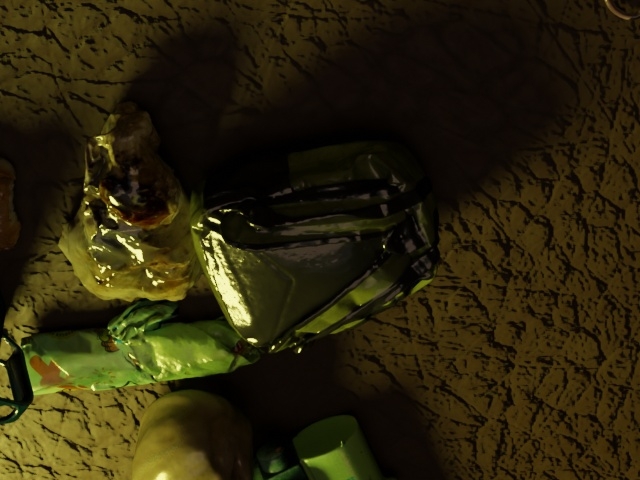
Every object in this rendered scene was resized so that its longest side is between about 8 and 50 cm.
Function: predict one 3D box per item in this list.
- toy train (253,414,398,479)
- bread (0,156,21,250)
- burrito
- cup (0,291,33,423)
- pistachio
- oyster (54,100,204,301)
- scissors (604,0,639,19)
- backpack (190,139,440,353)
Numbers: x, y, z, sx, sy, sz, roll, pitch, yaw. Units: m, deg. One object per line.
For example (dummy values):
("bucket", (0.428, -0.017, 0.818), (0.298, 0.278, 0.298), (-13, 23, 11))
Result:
("toy train", (0.022, 0.317, 1.930), (0.157, 0.105, 0.253), (-25, 118, -1))
("bread", (-0.381, -0.037, 1.746), (0.126, 0.044, 0.129), (3, 118, -3))
("burrito", (-0.207, 0.113, 1.830), (0.288, 0.054, 0.104), (-6, 119, 6))
("cup", (-0.386, 0.121, 1.775), (0.176, 0.155, 0.131), (34, 115, -20))
("pistachio", (-0.149, 0.270, 1.879), (0.138, 0.153, 0.238), (-18, 132, -36))
("oyster", (-0.198, -0.023, 1.724), (0.162, 0.107, 0.232), (-2, 123, -8))
("scissors", (0.279, -0.290, 1.601), (0.085, 0.022, 0.176), (-37, 116, 21))
("backpack", (0.000, 0.000, 1.708), (0.253, 0.140, 0.207), (-17, 121, 9))
